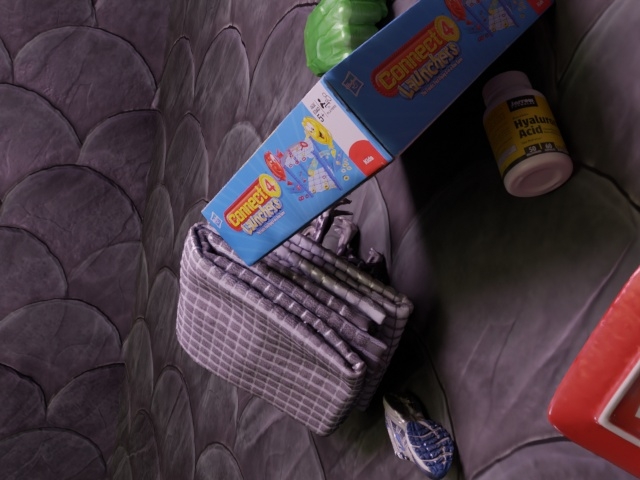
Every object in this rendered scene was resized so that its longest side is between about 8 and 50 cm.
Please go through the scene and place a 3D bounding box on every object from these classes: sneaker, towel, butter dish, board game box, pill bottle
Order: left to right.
[{"bbox_3d":[-0.051,0.112,0.850,0.284,0.121,0.235,31,139,12],"label":"towel"},{"bbox_3d":[0.051,-0.135,0.713,0.086,0.308,0.302,48,146,-5],"label":"board game box"},{"bbox_3d":[0.113,0.236,0.788,0.135,0.052,0.058,-124,36,-61],"label":"sneaker"},{"bbox_3d":[0.196,-0.106,0.656,0.065,0.065,0.116,-49,43,49],"label":"pill bottle"},{"bbox_3d":[0.261,0.084,0.452,0.160,0.118,0.160,28,117,14],"label":"butter dish"}]

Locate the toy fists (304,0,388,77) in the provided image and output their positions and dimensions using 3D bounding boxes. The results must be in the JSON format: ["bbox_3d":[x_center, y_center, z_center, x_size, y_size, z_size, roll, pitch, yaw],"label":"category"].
[{"bbox_3d":[0.041,-0.378,0.984,0.142,0.096,0.279,178,95,-73],"label":"toy fists"}]

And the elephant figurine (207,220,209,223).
[{"bbox_3d":[-0.119,-0.030,1.204,0.169,0.186,0.239,54,-141,-63],"label":"elephant figurine"}]

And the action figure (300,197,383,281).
[{"bbox_3d":[0.000,0.000,0.918,0.141,0.276,0.164,-54,-10,-20],"label":"action figure"}]
